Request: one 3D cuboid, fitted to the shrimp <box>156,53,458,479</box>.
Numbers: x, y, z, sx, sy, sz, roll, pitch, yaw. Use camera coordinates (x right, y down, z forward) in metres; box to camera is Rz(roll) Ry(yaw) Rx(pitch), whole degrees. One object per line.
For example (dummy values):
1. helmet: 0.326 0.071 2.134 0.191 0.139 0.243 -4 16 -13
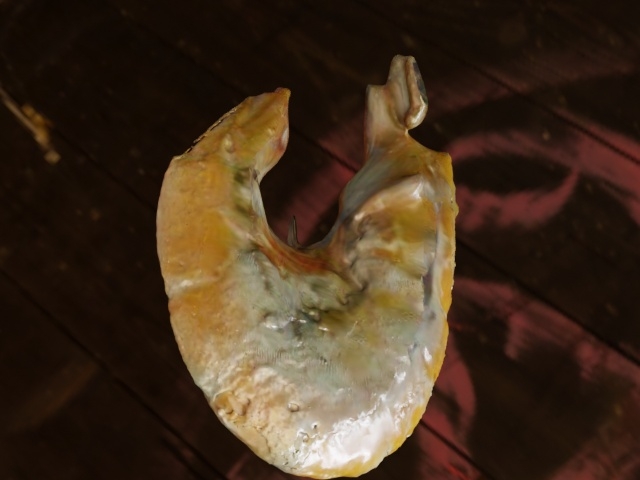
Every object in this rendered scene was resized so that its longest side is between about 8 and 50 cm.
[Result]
1. shrimp: 0.003 -0.001 0.610 0.051 0.132 0.187 -23 -143 39
